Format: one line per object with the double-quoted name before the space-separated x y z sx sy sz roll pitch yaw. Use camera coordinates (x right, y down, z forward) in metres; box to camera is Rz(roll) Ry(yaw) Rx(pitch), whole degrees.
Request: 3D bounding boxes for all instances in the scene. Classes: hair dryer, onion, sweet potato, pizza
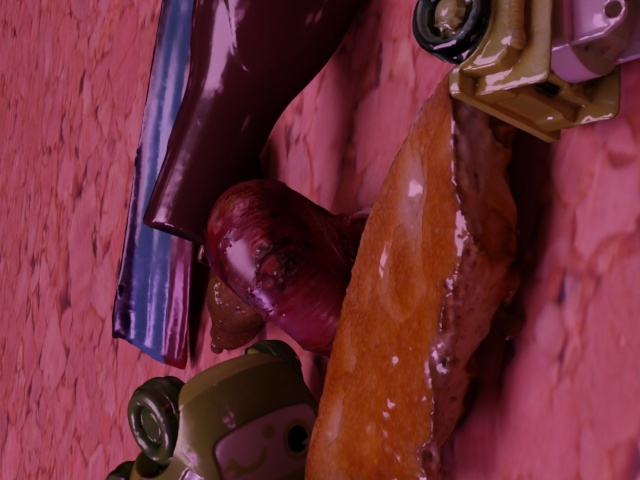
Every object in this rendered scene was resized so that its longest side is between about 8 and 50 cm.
"hair dryer" -0.070 -0.152 1.283 0.340 0.123 0.312 -163 96 -80
"onion" 0.000 0.000 1.102 0.140 0.150 0.150 -43 37 14
"sweet potato" -0.072 0.054 1.306 0.226 0.068 0.068 132 139 -55
"pizza" 0.066 0.046 0.970 0.182 0.074 0.365 -123 45 -59

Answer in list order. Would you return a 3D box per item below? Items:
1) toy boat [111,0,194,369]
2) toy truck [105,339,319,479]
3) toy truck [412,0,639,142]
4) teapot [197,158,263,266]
"toy boat" -0.141 -0.073 1.484 0.136 0.079 0.392 -160 78 -83
"toy truck" -0.059 0.199 1.160 0.210 0.148 0.187 58 140 16
"toy truck" 0.139 -0.196 0.835 0.135 0.128 0.259 -13 68 39
"teapot" -0.096 -0.042 1.341 0.098 0.078 0.129 28 -126 -68
